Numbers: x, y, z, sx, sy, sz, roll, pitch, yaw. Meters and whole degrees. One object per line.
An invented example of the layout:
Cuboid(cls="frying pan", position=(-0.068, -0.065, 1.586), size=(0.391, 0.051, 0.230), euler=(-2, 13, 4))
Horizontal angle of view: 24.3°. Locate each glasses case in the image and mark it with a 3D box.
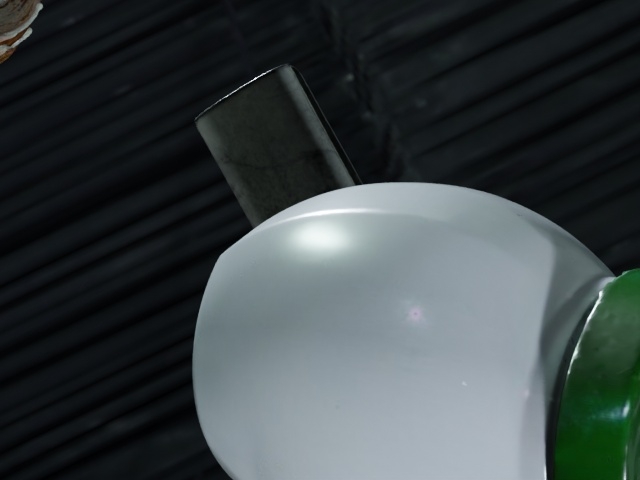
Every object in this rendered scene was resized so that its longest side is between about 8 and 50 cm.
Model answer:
Cuboid(cls="glasses case", position=(0.000, 0.000, 1.299), size=(0.299, 0.114, 0.060), euler=(62, -150, 0))

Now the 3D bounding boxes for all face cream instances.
Cuboid(cls="face cream", position=(0.095, 0.111, 1.025), size=(0.357, 0.219, 0.312), euler=(6, 120, 37))

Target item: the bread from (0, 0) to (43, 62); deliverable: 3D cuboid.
Cuboid(cls="bread", position=(-0.352, -0.245, 1.456), size=(0.073, 0.160, 0.160), euler=(-36, 76, 49))
